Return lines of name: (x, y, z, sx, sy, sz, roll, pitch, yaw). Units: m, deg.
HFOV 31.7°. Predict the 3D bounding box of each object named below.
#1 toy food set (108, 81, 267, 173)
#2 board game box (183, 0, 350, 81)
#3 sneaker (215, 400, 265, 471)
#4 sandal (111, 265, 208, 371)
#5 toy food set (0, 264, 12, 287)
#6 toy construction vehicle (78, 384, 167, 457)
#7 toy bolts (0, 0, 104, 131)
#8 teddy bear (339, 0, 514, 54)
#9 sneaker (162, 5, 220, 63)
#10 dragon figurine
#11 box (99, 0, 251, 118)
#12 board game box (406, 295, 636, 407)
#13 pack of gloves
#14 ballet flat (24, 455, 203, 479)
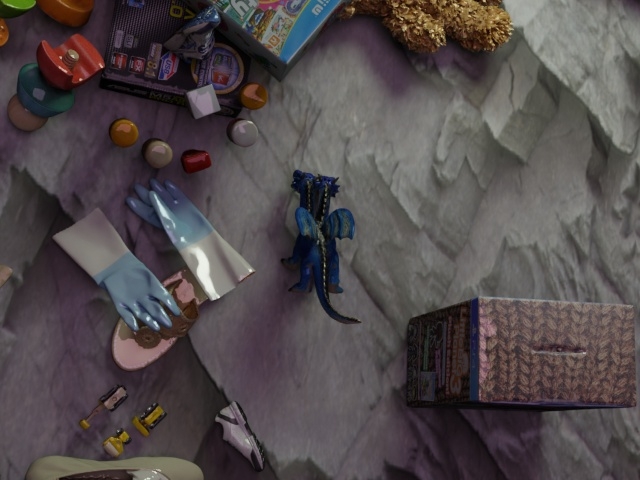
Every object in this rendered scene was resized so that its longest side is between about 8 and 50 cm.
toy food set: (-0.189, -0.164, 1.661, 0.232, 0.104, 0.111, -22, 104, -10)
board game box: (-0.102, -0.418, 1.660, 0.303, 0.097, 0.224, 39, 78, -1)
sneaker: (-0.116, 0.291, 1.647, 0.044, 0.040, 0.109, -28, 85, -1)
sandal: (-0.207, 0.089, 1.632, 0.240, 0.079, 0.088, -43, 93, -17)
toy food set: (-0.542, 0.029, 1.575, 0.192, 0.038, 0.132, 37, 73, -6)
toy construction vehicle: (-0.283, 0.253, 1.611, 0.098, 0.035, 0.086, -46, 105, -15)
toy bolts: (-0.422, -0.275, 1.639, 0.228, 0.158, 0.218, 54, 32, 9)
teddy bear: (0.162, -0.409, 1.803, 0.338, 0.113, 0.245, 26, 73, -9)
sneaker: (-0.171, -0.292, 1.623, 0.058, 0.135, 0.052, 47, 62, -17)
dragon figurine: (0.000, 0.000, 1.641, 0.085, 0.289, 0.144, 3, 117, -12)
box: (-0.205, -0.341, 1.719, 0.216, 0.060, 0.270, 12, 78, -12)
board game box: (0.280, 0.172, 1.636, 0.232, 0.291, 0.141, 4, 79, -15)
pack of gloves: (-0.240, 0.010, 1.611, 0.195, 0.046, 0.232, -34, 66, -23)
ballet flat: (-0.283, 0.346, 1.563, 0.248, 0.086, 0.086, 2, 80, -12)
